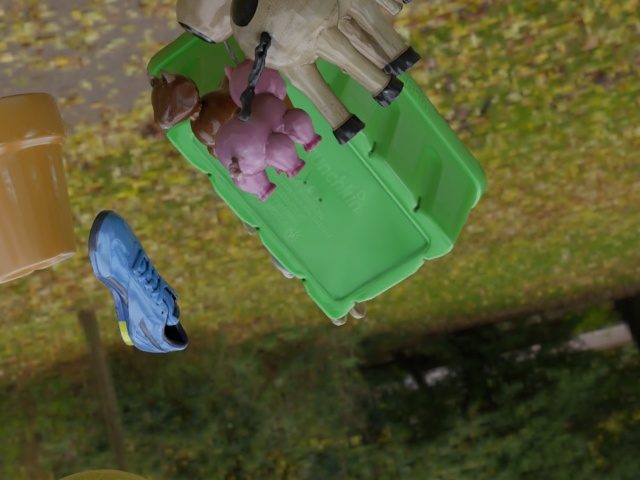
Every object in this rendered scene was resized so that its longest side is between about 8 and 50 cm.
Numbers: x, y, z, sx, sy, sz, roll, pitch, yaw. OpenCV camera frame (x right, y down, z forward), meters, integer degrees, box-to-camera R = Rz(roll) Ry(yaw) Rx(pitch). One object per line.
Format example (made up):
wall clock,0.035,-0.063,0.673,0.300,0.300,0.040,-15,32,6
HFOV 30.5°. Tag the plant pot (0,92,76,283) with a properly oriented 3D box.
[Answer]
plant pot,-0.380,-0.050,1.379,0.205,0.188,0.205,-20,180,0

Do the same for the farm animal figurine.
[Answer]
farm animal figurine,-0.013,-0.191,0.852,0.327,0.172,0.330,-48,-168,-17

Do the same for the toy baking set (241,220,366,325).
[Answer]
toy baking set,0.002,-0.004,1.510,0.030,0.197,0.256,-26,127,32

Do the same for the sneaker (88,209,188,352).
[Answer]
sneaker,-0.199,0.048,1.330,0.082,0.069,0.209,9,136,22

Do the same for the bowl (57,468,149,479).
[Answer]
bowl,-0.278,0.441,1.606,0.289,0.289,0.156,-7,160,-34

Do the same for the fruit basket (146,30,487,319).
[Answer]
fruit basket,-0.014,-0.129,1.370,0.283,0.392,0.392,-33,164,20
